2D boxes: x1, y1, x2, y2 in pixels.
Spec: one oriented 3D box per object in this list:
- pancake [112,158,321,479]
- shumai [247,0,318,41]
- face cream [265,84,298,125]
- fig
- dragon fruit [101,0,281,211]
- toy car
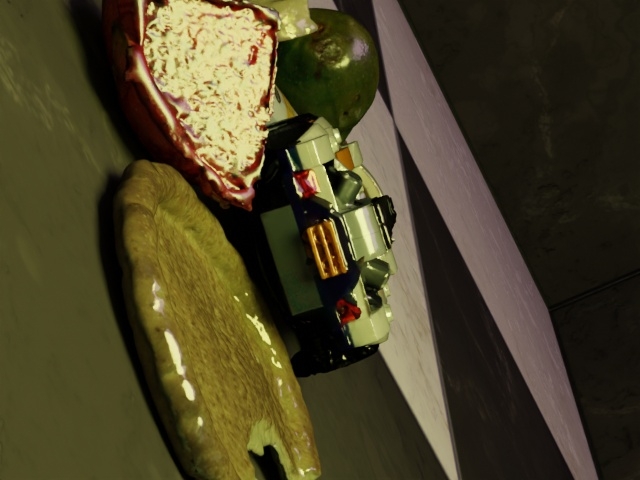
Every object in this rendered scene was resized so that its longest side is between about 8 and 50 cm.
[{"bbox_3d":[-0.061,0.077,1.210,0.288,0.033,0.286,55,14,-51],"label":"pancake"},{"bbox_3d":[-0.044,-0.248,1.825,0.145,0.145,0.116,-65,140,-77],"label":"shumai"},{"bbox_3d":[-0.055,-0.109,1.611,0.198,0.057,0.084,44,24,-64],"label":"face cream"},{"bbox_3d":[0.006,-0.152,1.970,0.117,0.117,0.177,-103,-173,-49],"label":"fig"},{"bbox_3d":[-0.104,-0.099,1.311,0.127,0.120,0.161,-16,-111,60],"label":"dragon fruit"},{"bbox_3d":[0.002,-0.001,1.444,0.301,0.118,0.193,-104,177,-86],"label":"toy car"}]
